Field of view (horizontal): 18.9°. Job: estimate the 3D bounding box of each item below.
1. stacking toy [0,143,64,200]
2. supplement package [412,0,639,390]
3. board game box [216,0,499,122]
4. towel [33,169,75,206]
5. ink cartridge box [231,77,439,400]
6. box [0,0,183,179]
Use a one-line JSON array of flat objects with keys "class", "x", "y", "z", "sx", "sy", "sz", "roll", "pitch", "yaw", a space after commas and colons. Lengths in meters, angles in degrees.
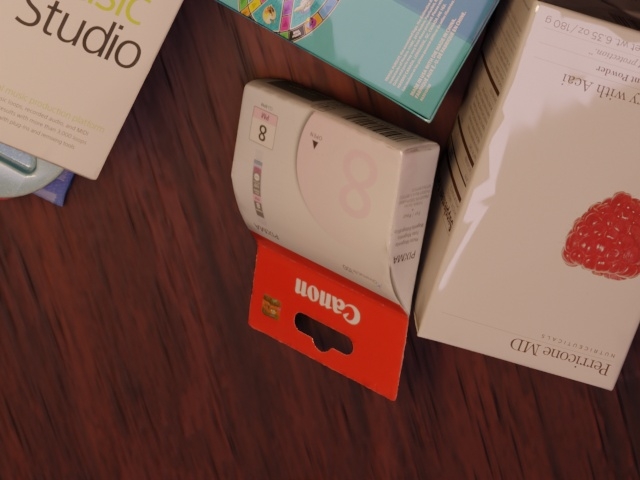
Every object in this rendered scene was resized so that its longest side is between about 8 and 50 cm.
[{"class": "stacking toy", "x": -0.358, "y": -0.124, "z": 1.549, "sx": 0.279, "sy": 0.130, "sz": 0.309, "roll": -38, "pitch": 106, "yaw": 12}, {"class": "supplement package", "x": 0.200, "y": -0.057, "z": 1.586, "sx": 0.177, "sy": 0.175, "sz": 0.293, "roll": 16, "pitch": 109, "yaw": -7}, {"class": "board game box", "x": 0.006, "y": -0.289, "z": 1.531, "sx": 0.336, "sy": 0.079, "sz": 0.254, "roll": 30, "pitch": 107, "yaw": -1}, {"class": "towel", "x": -0.307, "y": -0.171, "z": 1.619, "sx": 0.285, "sy": 0.034, "sz": 0.209, "roll": 25, "pitch": 108, "yaw": -9}, {"class": "ink cartridge box", "x": 0.000, "y": 0.000, "z": 1.611, "sx": 0.189, "sy": 0.066, "sz": 0.232, "roll": 26, "pitch": 111, "yaw": 39}, {"class": "box", "x": -0.207, "y": -0.232, "z": 1.447, "sx": 0.232, "sy": 0.058, "sz": 0.322, "roll": 22, "pitch": 102, "yaw": -23}]
